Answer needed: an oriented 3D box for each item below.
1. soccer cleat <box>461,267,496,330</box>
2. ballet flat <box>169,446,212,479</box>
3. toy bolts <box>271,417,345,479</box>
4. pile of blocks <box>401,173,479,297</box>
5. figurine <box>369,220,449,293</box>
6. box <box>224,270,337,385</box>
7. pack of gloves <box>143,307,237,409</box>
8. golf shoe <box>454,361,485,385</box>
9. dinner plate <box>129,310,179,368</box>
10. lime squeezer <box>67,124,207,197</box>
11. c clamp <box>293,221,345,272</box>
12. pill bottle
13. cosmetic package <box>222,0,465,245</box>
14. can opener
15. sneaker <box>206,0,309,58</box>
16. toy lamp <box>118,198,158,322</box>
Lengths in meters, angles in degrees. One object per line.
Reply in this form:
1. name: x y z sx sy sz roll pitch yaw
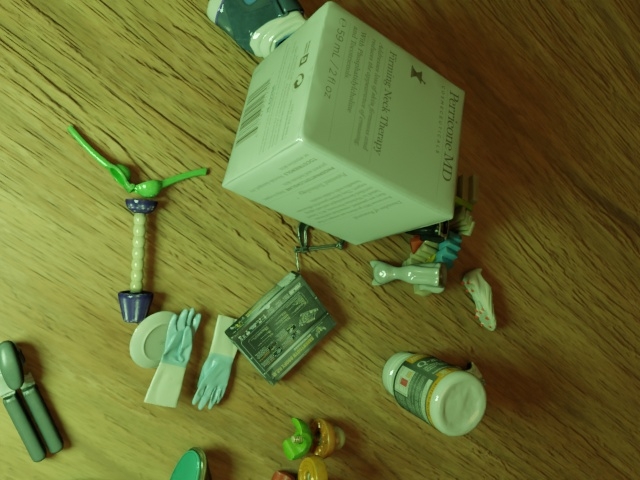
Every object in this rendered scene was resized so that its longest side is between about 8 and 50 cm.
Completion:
1. soccer cleat: 0.487 0.175 1.611 0.076 0.068 0.196 -30 101 -22
2. ballet flat: -0.316 0.654 1.288 0.124 0.116 0.342 24 84 -43
3. toy bolts: -0.004 0.591 1.370 0.159 0.218 0.228 13 106 -29
4. pile of blocks: 0.319 -0.027 1.481 0.113 0.149 0.362 22 85 -23
5. figurine: 0.224 0.028 1.435 0.092 0.210 0.214 -6 97 -61
6. box: -0.095 0.218 1.360 0.231 0.056 0.183 -42 117 -15
7. pack of gloves: -0.299 0.281 1.293 0.195 0.046 0.232 24 76 -36
8. golf shoe: 0.396 0.417 1.599 0.176 0.069 0.086 -18 80 -24
9. dinner plate: -0.368 0.231 1.247 0.141 0.017 0.141 -22 123 -40
10. lime squeezer: -0.414 -0.159 1.215 0.311 0.059 0.109 16 87 -22
11. c clamp: 0.000 0.000 1.421 0.161 0.022 0.137 -12 93 -20
12. pill bottle: 0.286 0.387 1.423 0.162 0.278 0.162 -2 94 -23
13. cosmetic package: 0.056 -0.225 1.203 0.394 0.327 0.329 22 67 -30
14. can opener: -0.629 0.341 1.143 0.074 0.093 0.280 -23 106 -21
15. sneaker: -0.084 -0.574 1.258 0.236 0.130 0.322 35 88 -1
16. toy lamp: -0.409 0.046 1.220 0.080 0.080 0.274 5 90 -23
